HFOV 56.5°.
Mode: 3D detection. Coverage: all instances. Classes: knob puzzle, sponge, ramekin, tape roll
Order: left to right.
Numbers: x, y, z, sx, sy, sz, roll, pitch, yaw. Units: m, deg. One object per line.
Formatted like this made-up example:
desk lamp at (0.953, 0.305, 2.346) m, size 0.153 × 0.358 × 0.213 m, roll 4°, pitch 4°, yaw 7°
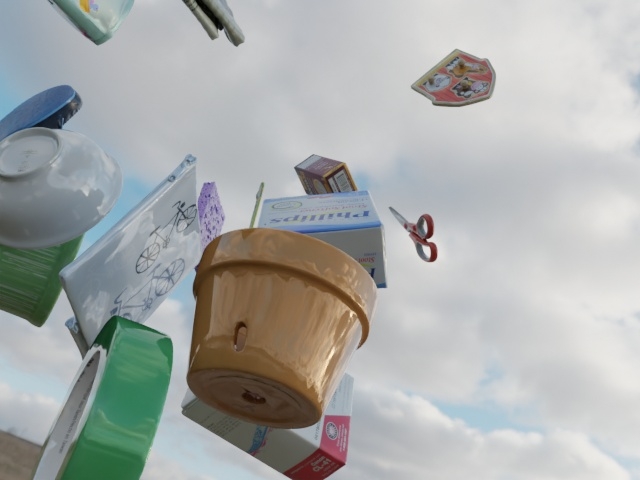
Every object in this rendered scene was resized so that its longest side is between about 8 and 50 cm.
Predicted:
ramekin at (-0.649, 0.031, 1.350) m, size 0.148 × 0.303 × 0.303 m, roll 24°, pitch -26°, yaw -25°
tape roll at (-0.287, 0.254, 0.740) m, size 0.077 × 0.321 × 0.321 m, roll 26°, pitch -27°, yaw -20°
sponge at (-0.267, -0.031, 1.388) m, size 0.031 × 0.210 × 0.117 m, roll -2°, pitch -49°, yaw 7°
knob puzzle at (0.349, -0.403, 1.485) m, size 0.213 × 0.213 × 0.030 m, roll 8°, pitch -32°, yaw 24°

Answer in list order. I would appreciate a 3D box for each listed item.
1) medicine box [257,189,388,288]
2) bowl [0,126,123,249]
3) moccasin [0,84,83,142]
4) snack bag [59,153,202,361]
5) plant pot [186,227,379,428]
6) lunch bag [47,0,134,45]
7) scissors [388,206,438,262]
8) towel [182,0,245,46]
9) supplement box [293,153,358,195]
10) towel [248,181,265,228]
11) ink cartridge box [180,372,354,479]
medicine box at (0.000, 0.000, 1.339) m, size 0.264 × 0.289 × 0.149 m, roll -5°, pitch -71°, yaw 0°
bowl at (-0.572, -0.136, 1.216) m, size 0.298 × 0.297 × 0.134 m, roll 13°, pitch -37°, yaw 17°
moccasin at (-0.721, -0.248, 1.461) m, size 0.137 × 0.342 × 0.116 m, roll 54°, pitch -1°, yaw 41°
snack bag at (-0.327, 0.047, 1.065) m, size 0.037 × 0.323 × 0.342 m, roll 31°, pitch -34°, yaw 12°
plant pot at (-0.071, 0.148, 0.894) m, size 0.291 × 0.203 × 0.290 m, roll 10°, pitch -37°, yaw 7°
lunch bag at (-0.424, -0.480, 0.986) m, size 0.160 × 0.262 × 0.223 m, roll -15°, pitch -31°, yaw 17°
scissors at (0.208, -0.019, 1.395) m, size 0.021 × 0.108 × 0.297 m, roll -9°, pitch 10°, yaw -12°
towel at (-0.285, -0.546, 1.176) m, size 0.056 × 0.312 × 0.324 m, roll -36°, pitch -48°, yaw 11°
supplement box at (0.014, -0.178, 1.735) m, size 0.188 × 0.081 × 0.104 m, roll 26°, pitch -33°, yaw 56°
towel at (-0.246, -0.098, 2.206) m, size 0.021 × 0.237 × 0.102 m, roll 15°, pitch -31°, yaw -8°
ink cartridge box at (-0.090, 0.305, 1.179) m, size 0.306 × 0.226 × 0.131 m, roll 38°, pitch -58°, yaw -18°
